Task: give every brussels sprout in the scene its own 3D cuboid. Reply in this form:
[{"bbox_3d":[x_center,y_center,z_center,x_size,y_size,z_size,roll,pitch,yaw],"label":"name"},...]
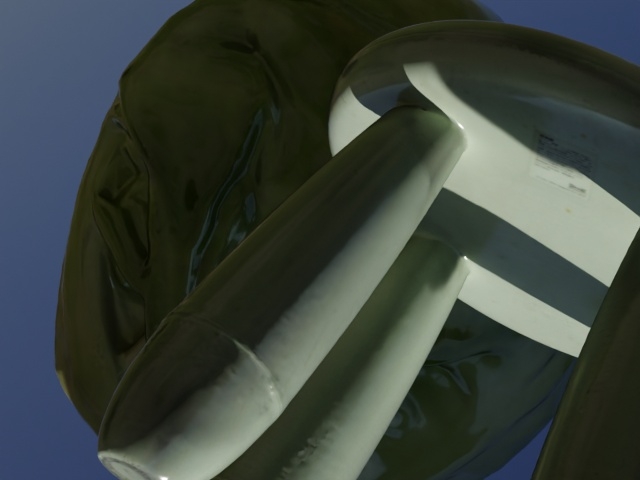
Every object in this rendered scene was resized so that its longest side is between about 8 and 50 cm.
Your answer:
[{"bbox_3d":[0.000,0.000,1.038,0.328,0.328,0.247,-30,160,24],"label":"brussels sprout"}]

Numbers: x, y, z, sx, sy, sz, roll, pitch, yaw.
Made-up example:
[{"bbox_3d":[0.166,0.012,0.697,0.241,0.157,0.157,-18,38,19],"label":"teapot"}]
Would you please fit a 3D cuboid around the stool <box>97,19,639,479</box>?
[{"bbox_3d":[0.056,0.056,0.646,0.195,0.195,0.198,83,32,-60],"label":"stool"}]
